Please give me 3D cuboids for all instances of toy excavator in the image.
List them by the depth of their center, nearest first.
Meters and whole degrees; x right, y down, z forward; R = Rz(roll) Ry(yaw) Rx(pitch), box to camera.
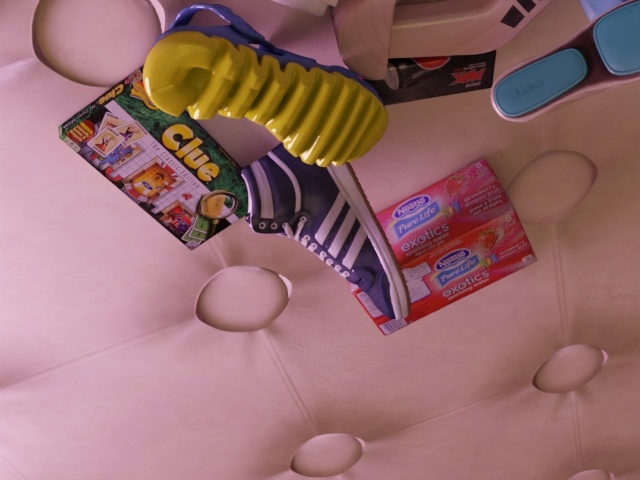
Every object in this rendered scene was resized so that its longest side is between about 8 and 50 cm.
[{"bbox_3d":[0.284,-0.313,0.945,0.432,0.222,0.445,13,136,-25],"label":"toy excavator"}]

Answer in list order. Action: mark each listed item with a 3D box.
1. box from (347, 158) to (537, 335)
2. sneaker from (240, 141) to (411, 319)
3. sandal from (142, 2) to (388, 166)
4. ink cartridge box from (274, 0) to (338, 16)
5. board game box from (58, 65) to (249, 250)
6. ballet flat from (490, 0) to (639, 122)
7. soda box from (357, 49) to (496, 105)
[{"bbox_3d":[0.165,0.011,1.252,0.256,0.123,0.128,-28,134,10],"label":"box"},{"bbox_3d":[0.000,0.000,1.121,0.153,0.099,0.282,-27,95,-6],"label":"sneaker"},{"bbox_3d":[-0.055,-0.188,0.990,0.317,0.138,0.126,20,124,-34],"label":"sandal"},{"bbox_3d":[-0.014,-0.327,0.901,0.115,0.067,0.198,17,127,-10],"label":"ink cartridge box"},{"bbox_3d":[-0.196,-0.096,1.107,0.136,0.030,0.260,-34,133,12],"label":"board game box"},{"bbox_3d":[0.304,-0.196,0.930,0.248,0.086,0.086,-18,140,33],"label":"ballet flat"},{"bbox_3d":[0.131,-0.215,1.077,0.168,0.053,0.060,-11,134,-8],"label":"soda box"}]
